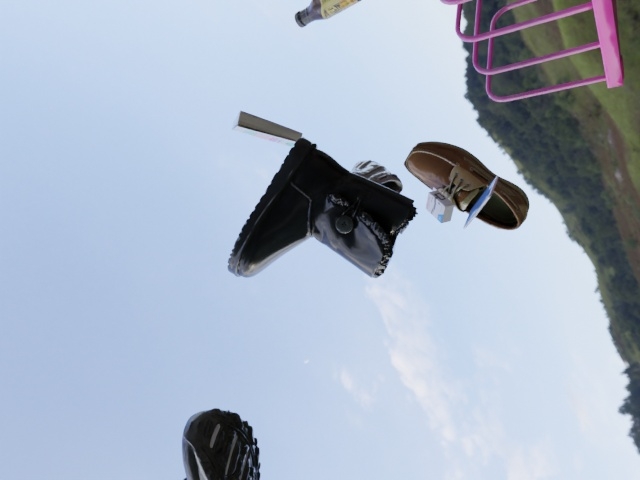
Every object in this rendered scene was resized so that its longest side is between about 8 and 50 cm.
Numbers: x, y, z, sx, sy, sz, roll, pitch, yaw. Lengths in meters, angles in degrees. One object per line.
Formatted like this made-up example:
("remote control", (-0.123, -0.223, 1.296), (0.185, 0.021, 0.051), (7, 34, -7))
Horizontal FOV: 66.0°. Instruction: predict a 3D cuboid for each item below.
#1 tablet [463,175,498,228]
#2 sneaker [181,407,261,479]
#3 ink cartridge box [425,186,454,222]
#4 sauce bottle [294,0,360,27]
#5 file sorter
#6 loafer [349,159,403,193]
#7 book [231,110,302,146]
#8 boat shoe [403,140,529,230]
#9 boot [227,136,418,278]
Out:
("tablet", (0.249, -0.058, 0.766), (0.006, 0.083, 0.054), (30, -129, 5))
("sneaker", (-0.120, 0.289, 0.551), (0.108, 0.271, 0.100), (3, -143, 9))
("ink cartridge box", (0.274, -0.084, 1.156), (0.028, 0.048, 0.083), (-13, -140, -21))
("sauce bottle", (0.014, -0.383, 0.797), (0.042, 0.128, 0.042), (16, -111, -48))
("file sorter", (0.263, -0.344, 0.627), (0.290, 0.182, 0.202), (34, -121, -49))
("loafer", (0.086, -0.074, 0.916), (0.111, 0.112, 0.319), (21, -149, 10))
("book", (-0.122, -0.247, 1.114), (0.144, 0.096, 0.035), (13, -91, -18))
("boat shoe", (0.354, -0.130, 1.184), (0.324, 0.122, 0.120), (27, -144, 5))
("boot", (0.000, 0.000, 0.727), (0.207, 0.246, 0.094), (34, -166, 5))
